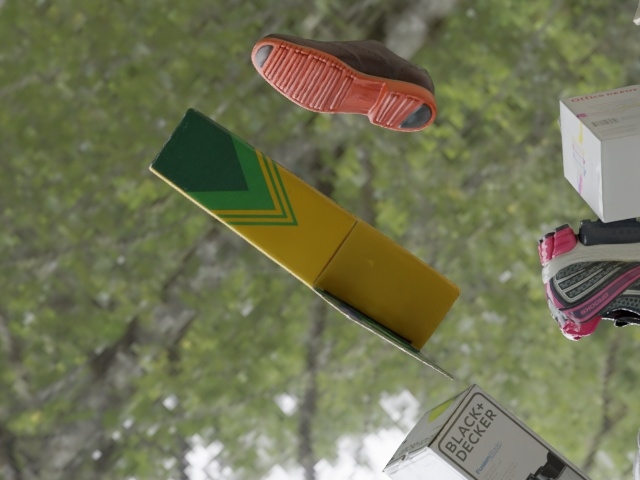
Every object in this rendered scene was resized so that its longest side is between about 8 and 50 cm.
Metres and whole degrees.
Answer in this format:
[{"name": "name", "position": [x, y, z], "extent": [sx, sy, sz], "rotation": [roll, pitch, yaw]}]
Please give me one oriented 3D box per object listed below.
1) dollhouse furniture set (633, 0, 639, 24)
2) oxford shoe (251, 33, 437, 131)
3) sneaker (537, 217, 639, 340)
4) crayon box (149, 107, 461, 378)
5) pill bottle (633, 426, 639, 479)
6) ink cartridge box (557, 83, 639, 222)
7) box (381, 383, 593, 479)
[{"name": "dollhouse furniture set", "position": [0.512, -0.267, 2.380], "extent": [0.129, 0.129, 0.183], "rotation": [34, -124, -23]}, {"name": "oxford shoe", "position": [0.032, -0.234, 2.400], "extent": [0.271, 0.097, 0.098], "rotation": [19, -133, -20]}, {"name": "sneaker", "position": [0.369, 0.039, 1.776], "extent": [0.299, 0.121, 0.112], "rotation": [-4, -104, -9]}, {"name": "crayon box", "position": [0.000, 0.000, 1.739], "extent": [0.323, 0.083, 0.203], "rotation": [36, -178, 40]}, {"name": "pill bottle", "position": [0.396, 0.265, 1.830], "extent": [0.121, 0.121, 0.216], "rotation": [-106, -5, -45]}, {"name": "ink cartridge box", "position": [0.302, -0.092, 1.752], "extent": [0.092, 0.090, 0.143], "rotation": [-10, -155, -7]}, {"name": "box", "position": [0.217, 0.282, 1.782], "extent": [0.290, 0.169, 0.087], "rotation": [39, -112, 0]}]
